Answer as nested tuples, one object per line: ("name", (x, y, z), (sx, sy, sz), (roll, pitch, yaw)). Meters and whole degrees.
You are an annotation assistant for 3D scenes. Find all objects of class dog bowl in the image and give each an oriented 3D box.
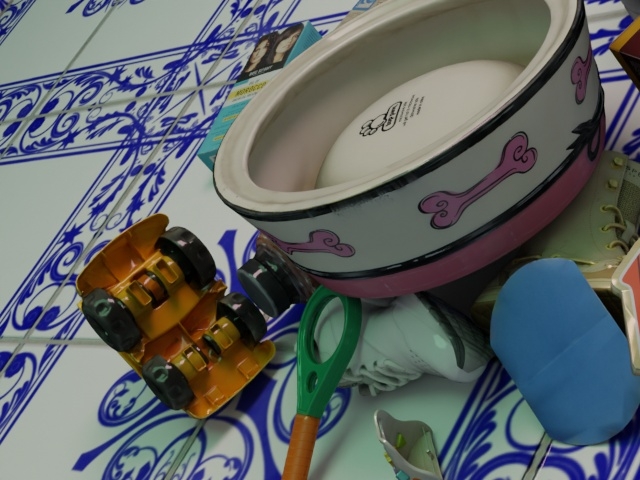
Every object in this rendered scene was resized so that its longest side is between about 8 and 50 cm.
("dog bowl", (0.102, -0.104, 1.540), (0.408, 0.150, 0.408), (-25, 28, 15))

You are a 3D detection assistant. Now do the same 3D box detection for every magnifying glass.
("magnifying glass", (-0.005, 0.154, 1.552), (0.092, 0.026, 0.231), (3, 77, 59))

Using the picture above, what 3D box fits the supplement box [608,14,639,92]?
("supplement box", (0.425, -0.188, 1.484), (0.191, 0.129, 0.194), (-45, 30, -5))

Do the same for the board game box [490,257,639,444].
("board game box", (0.225, 0.097, 1.366), (0.033, 0.169, 0.133), (-13, -26, -42))

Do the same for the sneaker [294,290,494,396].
("sneaker", (0.073, 0.107, 1.566), (0.129, 0.111, 0.297), (-59, 25, -6))

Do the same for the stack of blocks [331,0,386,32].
("stack of blocks", (0.123, -0.285, 2.008), (0.297, 0.087, 0.171), (-51, 31, -16))

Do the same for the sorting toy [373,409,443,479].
("sorting toy", (0.076, 0.196, 1.446), (0.045, 0.075, 0.083), (-34, 30, 14))

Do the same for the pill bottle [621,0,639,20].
("pill bottle", (0.329, -0.398, 1.606), (0.224, 0.392, 0.224), (-30, 32, 21))

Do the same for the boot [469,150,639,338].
("boot", (0.283, 0.005, 1.443), (0.262, 0.095, 0.203), (-7, 43, 49))

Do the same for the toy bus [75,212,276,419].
("toy bus", (-0.180, 0.107, 1.789), (0.149, 0.220, 0.211), (-41, -3, -23))

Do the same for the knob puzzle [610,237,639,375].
("knob puzzle", (0.341, 0.033, 1.290), (0.213, 0.030, 0.213), (-1, 45, 1))

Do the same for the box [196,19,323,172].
("box", (-0.077, -0.197, 2.155), (0.100, 0.060, 0.244), (-13, 41, 41))

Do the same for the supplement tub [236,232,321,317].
("supplement tub", (0.000, 0.000, 1.734), (0.198, 0.106, 0.106), (-39, 28, -17))
